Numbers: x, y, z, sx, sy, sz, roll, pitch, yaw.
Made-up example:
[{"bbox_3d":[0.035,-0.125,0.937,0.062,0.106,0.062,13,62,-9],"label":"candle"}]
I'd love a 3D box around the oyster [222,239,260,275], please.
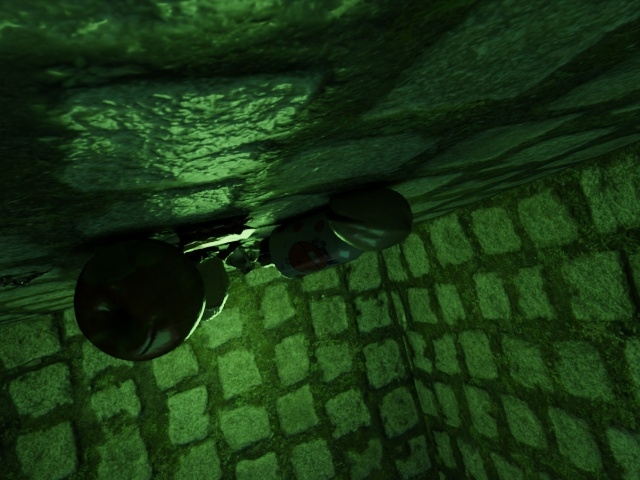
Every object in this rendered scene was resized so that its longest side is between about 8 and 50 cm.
[{"bbox_3d":[-0.319,0.051,1.824,0.166,0.094,0.294,12,147,-26],"label":"oyster"}]

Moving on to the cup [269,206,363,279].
[{"bbox_3d":[0.000,0.000,1.550,0.317,0.213,0.212,-20,173,33],"label":"cup"}]

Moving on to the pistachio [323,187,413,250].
[{"bbox_3d":[0.153,-0.070,1.348,0.331,0.208,0.226,-1,-149,-41],"label":"pistachio"}]

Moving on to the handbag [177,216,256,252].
[{"bbox_3d":[-0.312,-0.020,1.287,0.212,0.060,0.157,-14,176,-23],"label":"handbag"}]

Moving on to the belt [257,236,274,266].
[{"bbox_3d":[-0.180,0.045,1.897,0.230,0.140,0.126,-11,178,24],"label":"belt"}]

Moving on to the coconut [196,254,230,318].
[{"bbox_3d":[-0.544,0.209,1.892,0.297,0.298,0.254,-12,163,-24],"label":"coconut"}]

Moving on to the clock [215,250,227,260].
[{"bbox_3d":[-0.411,0.072,2.030,0.155,0.061,0.113,-9,173,-33],"label":"clock"}]

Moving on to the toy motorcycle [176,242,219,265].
[{"bbox_3d":[-0.458,0.047,1.485,0.212,0.084,0.118,-5,174,-17],"label":"toy motorcycle"}]

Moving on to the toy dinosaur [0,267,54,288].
[{"bbox_3d":[-0.920,0.123,1.304,0.220,0.032,0.108,-16,172,-3],"label":"toy dinosaur"}]

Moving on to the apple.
[{"bbox_3d":[-0.489,0.155,1.199,0.339,0.340,0.339,-14,175,-1],"label":"apple"}]
